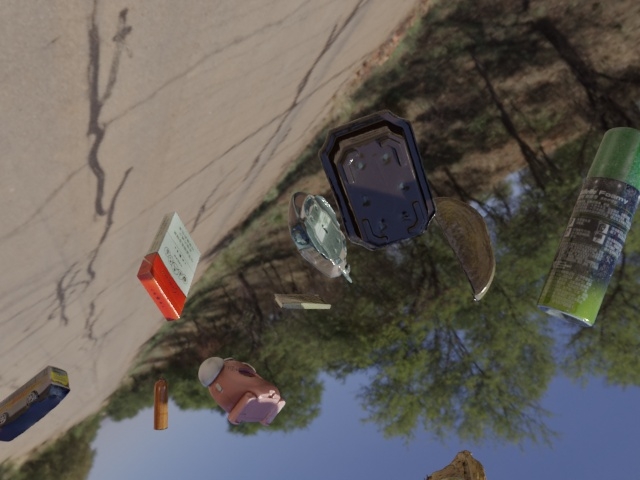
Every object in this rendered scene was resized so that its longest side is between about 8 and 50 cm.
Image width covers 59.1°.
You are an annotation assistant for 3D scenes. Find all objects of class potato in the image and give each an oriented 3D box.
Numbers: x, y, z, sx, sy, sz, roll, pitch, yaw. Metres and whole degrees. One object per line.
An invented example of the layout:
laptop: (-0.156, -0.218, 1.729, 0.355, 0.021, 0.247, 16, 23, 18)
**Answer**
potato: (0.341, 0.007, 1.265, 0.100, 0.261, 0.120, -31, 155, 18)

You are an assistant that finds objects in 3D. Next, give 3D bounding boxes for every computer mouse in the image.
computer mouse: (-0.006, 0.000, 1.899, 0.115, 0.389, 0.199, -13, -146, 34)

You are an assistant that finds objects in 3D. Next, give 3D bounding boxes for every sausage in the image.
sausage: (-0.337, 0.344, 1.195, 0.031, 0.107, 0.031, -2, 173, 0)

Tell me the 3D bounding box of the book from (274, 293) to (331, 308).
book: (-0.064, 0.203, 1.883, 0.160, 0.024, 0.228, 2, -179, -10)

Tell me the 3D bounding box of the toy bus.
toy bus: (-0.562, 0.314, 1.089, 0.172, 0.072, 0.057, -36, 138, 10)

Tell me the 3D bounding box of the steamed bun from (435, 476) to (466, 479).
steamed bun: (0.186, 0.496, 0.788, 0.290, 0.273, 0.272, -31, 170, -21)

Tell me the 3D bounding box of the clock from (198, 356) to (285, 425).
clock: (-0.171, 0.315, 1.228, 0.093, 0.162, 0.166, -55, 146, 3)

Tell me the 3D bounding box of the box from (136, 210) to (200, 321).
box: (-0.335, 0.052, 1.272, 0.035, 0.139, 0.245, -16, -147, 12)

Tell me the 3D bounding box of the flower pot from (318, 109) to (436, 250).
flower pot: (0.109, -0.096, 1.019, 0.178, 0.251, 0.084, -19, -162, 5)

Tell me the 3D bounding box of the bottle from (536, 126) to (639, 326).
bottle: (0.465, -0.025, 0.946, 0.093, 0.093, 0.330, 148, -34, -84)

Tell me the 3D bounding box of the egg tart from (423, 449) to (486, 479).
egg tart: (0.351, 0.743, 1.530, 0.352, 0.150, 0.352, 7, 90, -88)
